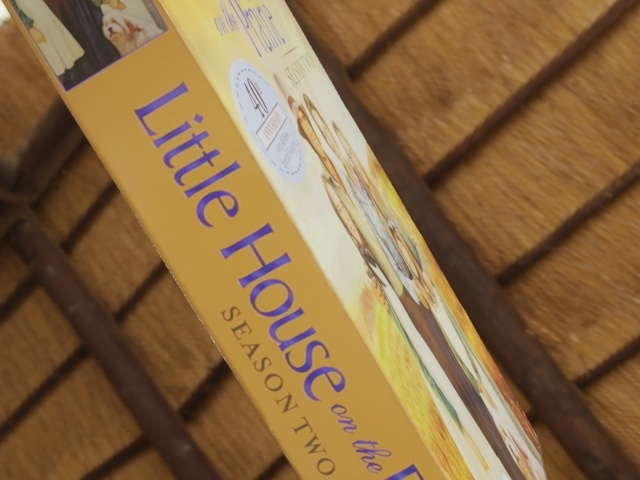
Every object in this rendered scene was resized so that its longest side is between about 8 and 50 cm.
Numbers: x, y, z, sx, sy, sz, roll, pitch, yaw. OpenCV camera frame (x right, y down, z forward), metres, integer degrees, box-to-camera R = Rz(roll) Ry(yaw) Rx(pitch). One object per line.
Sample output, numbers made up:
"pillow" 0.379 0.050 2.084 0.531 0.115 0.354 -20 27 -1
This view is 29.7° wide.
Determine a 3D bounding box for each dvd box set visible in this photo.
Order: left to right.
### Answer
"dvd box set" 0.000 0.000 0.622 0.062 0.420 0.307 -29 -172 11
